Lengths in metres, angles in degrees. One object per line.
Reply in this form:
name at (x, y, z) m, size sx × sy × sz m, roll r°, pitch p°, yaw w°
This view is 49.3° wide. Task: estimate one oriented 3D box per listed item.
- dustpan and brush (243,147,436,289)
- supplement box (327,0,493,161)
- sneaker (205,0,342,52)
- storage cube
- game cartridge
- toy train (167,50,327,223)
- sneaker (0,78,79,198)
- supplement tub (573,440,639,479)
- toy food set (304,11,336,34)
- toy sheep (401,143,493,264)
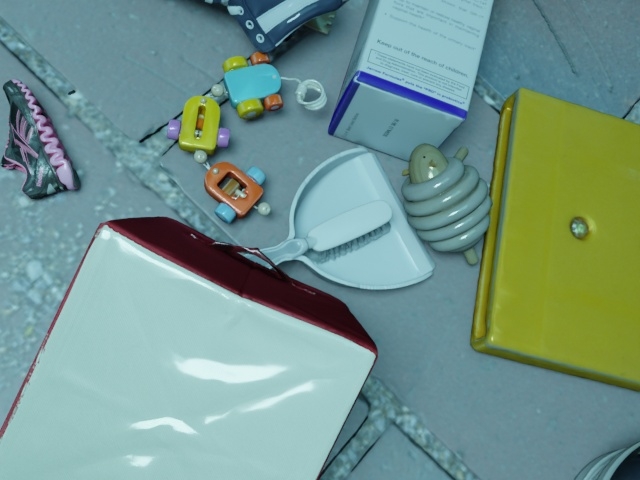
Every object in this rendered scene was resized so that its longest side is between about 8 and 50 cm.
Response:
dustpan and brush at (0.000, 0.000, 0.645) m, size 0.211 × 0.060 × 0.147 m, roll -24°, pitch 80°, yaw -18°
supplement box at (0.097, -0.206, 0.705) m, size 0.114 × 0.111 × 0.220 m, roll 18°, pitch 70°, yaw -7°
sneaker at (-0.113, -0.258, 0.677) m, size 0.282 × 0.153 × 0.099 m, roll -4°, pitch 31°, yaw 18°
storage cube at (-0.089, 0.106, 0.493) m, size 0.184 × 0.193 × 0.215 m, roll 26°, pitch 90°, yaw -4°
game cartridge at (0.327, 0.014, 0.725) m, size 0.324 × 0.052 × 0.285 m, roll 16°, pitch 70°, yaw -10°
toy train at (-0.073, -0.099, 0.671) m, size 0.125 × 0.046 × 0.166 m, roll 34°, pitch 72°, yaw -2°
sneaker at (-0.266, -0.090, 0.627) m, size 0.057 × 0.047 × 0.119 m, roll -27°, pitch 79°, yaw -7°
supplement tub at (0.327, 0.243, 0.529) m, size 0.191 × 0.272 × 0.191 m, roll 4°, pitch 72°, yaw -11°
toy food set at (-0.008, -0.322, 0.763) m, size 0.132 × 0.038 × 0.192 m, roll 24°, pitch 80°, yaw 1°
toy sheep at (0.124, -0.034, 0.669) m, size 0.091 × 0.091 × 0.132 m, roll -39°, pitch 106°, yaw -20°
